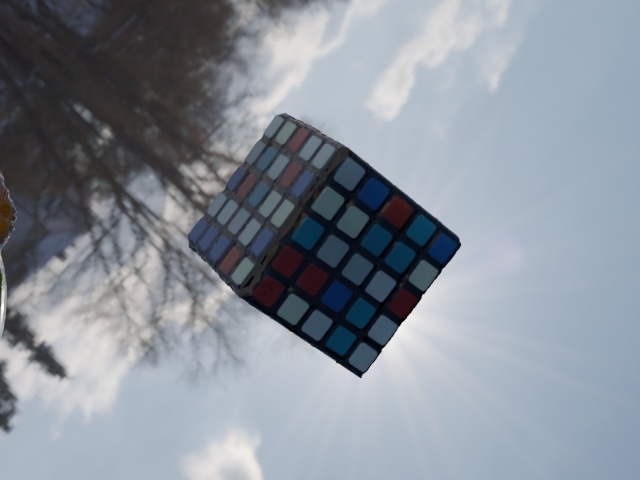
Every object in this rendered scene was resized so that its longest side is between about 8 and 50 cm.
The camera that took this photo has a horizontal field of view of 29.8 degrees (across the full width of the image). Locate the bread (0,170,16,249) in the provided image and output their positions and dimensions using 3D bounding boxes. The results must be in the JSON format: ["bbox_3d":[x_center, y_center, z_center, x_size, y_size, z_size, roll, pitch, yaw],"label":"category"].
[{"bbox_3d":[-0.402,-0.020,1.204,0.190,0.132,0.114,-20,168,-34],"label":"bread"}]

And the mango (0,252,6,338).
[{"bbox_3d":[-0.269,0.039,0.676,0.192,0.156,0.343,-46,-161,-8],"label":"mango"}]

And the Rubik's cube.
[{"bbox_3d":[0.000,0.000,1.259,0.182,0.187,0.184,-54,-148,2],"label":"Rubik's cube"}]
